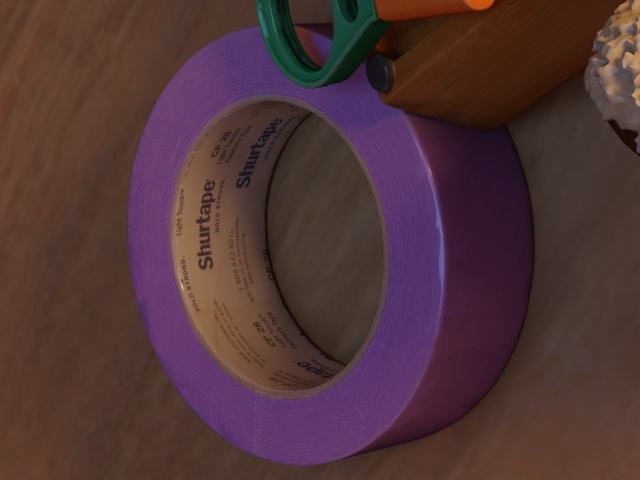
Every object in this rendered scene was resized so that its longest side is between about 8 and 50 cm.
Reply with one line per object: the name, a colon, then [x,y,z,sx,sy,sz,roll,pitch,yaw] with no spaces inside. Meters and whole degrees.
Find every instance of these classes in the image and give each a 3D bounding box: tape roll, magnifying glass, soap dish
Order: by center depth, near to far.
magnifying glass: [0.023,-0.131,1.045,0.231,0.026,0.092,3,106,60]
soap dish: [0.077,-0.225,1.055,0.229,0.118,0.291,-35,71,61]
tape roll: [0.000,0.000,1.219,0.275,0.090,0.275,7,100,43]

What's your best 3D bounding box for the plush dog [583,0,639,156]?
plush dog: [0.279,-0.099,0.846,0.225,0.262,0.210,33,113,26]
